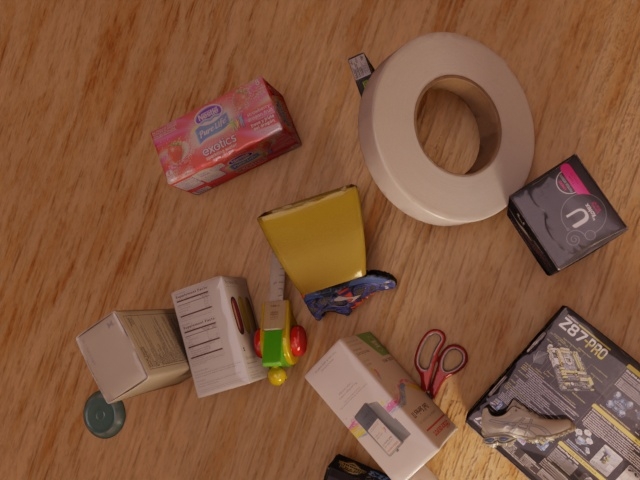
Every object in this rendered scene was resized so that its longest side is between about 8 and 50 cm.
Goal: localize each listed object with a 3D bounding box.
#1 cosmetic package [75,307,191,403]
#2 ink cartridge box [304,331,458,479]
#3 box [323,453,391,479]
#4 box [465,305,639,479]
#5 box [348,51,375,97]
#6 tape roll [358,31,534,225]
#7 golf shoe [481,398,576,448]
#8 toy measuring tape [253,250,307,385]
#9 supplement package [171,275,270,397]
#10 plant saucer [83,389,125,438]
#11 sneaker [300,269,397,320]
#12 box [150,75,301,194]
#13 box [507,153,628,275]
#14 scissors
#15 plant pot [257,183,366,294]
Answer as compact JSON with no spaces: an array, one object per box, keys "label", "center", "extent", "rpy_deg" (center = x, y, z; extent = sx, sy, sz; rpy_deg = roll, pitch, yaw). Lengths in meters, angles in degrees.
[{"label":"cosmetic package","center":[-0.376,0.244,1.457],"extent":[0.113,0.309,0.160],"rpy_deg":[-33,77,11]},{"label":"ink cartridge box","center":[0.152,0.358,1.344],"extent":[0.119,0.207,0.353],"rpy_deg":[-47,72,13]},{"label":"box","center":[0.124,0.639,1.379],"extent":[0.295,0.073,0.294],"rpy_deg":[18,103,17]},{"label":"box","center":[0.540,0.373,1.310],"extent":[0.395,0.097,0.318],"rpy_deg":[40,98,15]},{"label":"box","center":[0.126,-0.290,1.437],"extent":[0.045,0.184,0.191],"rpy_deg":[-20,81,11]},{"label":"tape roll","center":[0.263,-0.225,1.342],"extent":[0.391,0.072,0.393],"rpy_deg":[2,83,-22]},{"label":"golf shoe","center":[0.396,0.348,1.273],"extent":[0.176,0.069,0.086],"rpy_deg":[-11,75,15]},{"label":"toy measuring tape","center":[-0.087,0.173,1.513],"extent":[0.121,0.121,0.330],"rpy_deg":[-6,61,15]},{"label":"supplement package","center":[-0.224,0.216,1.508],"extent":[0.133,0.139,0.244],"rpy_deg":[-19,81,14]},{"label":"plant saucer","center":[-0.541,0.431,1.634],"extent":[0.119,0.021,0.120],"rpy_deg":[-2,84,15]},{"label":"sneaker","center":[0.068,0.121,1.478],"extent":[0.221,0.083,0.087],"rpy_deg":[-15,95,19]},{"label":"box","center":[-0.218,-0.237,1.541],"extent":[0.299,0.154,0.142],"rpy_deg":[-24,79,13]},{"label":"box","center":[0.465,-0.039,1.276],"extent":[0.143,0.270,0.165],"rpy_deg":[-33,78,10]},{"label":"scissors","center":[0.223,0.341,1.440],"extent":[0.108,0.021,0.297],"rpy_deg":[24,93,15]},{"label":"plant pot","center":[0.000,0.000,1.428],"extent":[0.212,0.212,0.187],"rpy_deg":[-18,95,2]}]
